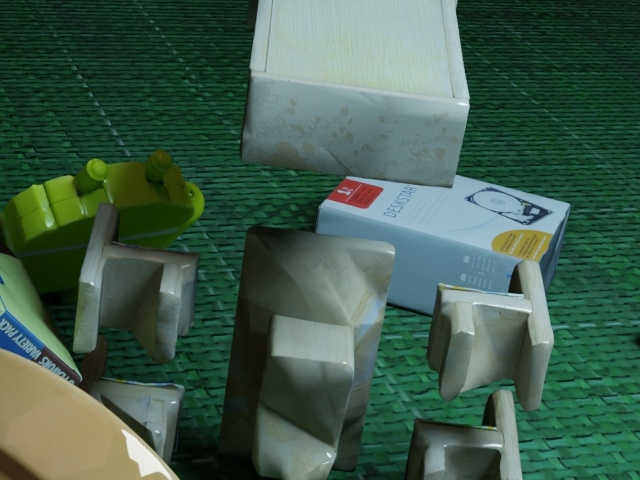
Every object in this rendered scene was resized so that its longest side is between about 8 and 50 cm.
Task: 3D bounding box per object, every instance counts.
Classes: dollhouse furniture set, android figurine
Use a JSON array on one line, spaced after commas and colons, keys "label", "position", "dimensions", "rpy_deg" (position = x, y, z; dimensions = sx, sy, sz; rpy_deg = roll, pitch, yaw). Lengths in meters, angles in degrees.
[{"label": "dollhouse furniture set", "position": [0.000, 0.000, 1.349], "dimensions": [0.362, 0.394, 0.256], "rpy_deg": [7, 30, -3]}, {"label": "android figurine", "position": [-0.219, -0.007, 1.490], "dimensions": [0.248, 0.273, 0.056], "rpy_deg": [-10, 71, -33]}]

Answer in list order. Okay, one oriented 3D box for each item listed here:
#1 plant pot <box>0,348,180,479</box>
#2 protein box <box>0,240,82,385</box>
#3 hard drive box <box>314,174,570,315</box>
[{"label": "plant pot", "position": [-0.215, 0.232, 0.975], "dimensions": [0.290, 0.291, 0.203], "rpy_deg": [23, 45, 27]}, {"label": "protein box", "position": [-0.321, 0.085, 1.266], "dimensions": [0.201, 0.136, 0.200], "rpy_deg": [-41, 36, 1]}, {"label": "hard drive box", "position": [0.127, 0.002, 1.751], "dimensions": [0.232, 0.089, 0.181], "rpy_deg": [14, 25, 13]}]
